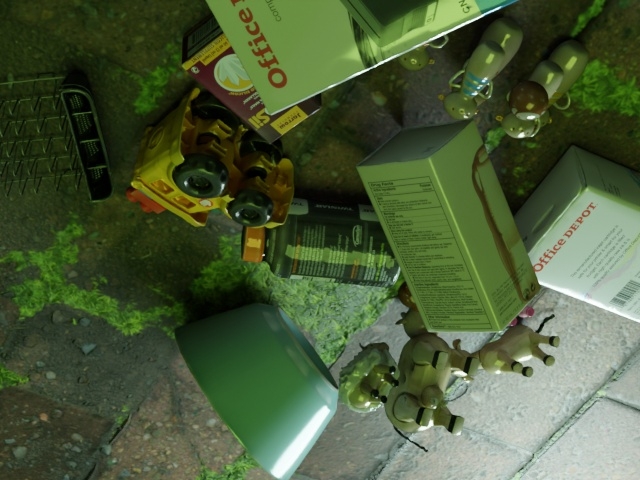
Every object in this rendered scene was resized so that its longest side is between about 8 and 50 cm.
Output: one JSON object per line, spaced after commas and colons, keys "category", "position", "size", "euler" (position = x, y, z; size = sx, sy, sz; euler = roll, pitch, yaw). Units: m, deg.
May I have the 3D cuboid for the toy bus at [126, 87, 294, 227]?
{"category": "toy bus", "position": [-0.179, -0.090, 1.963], "size": [0.211, 0.149, 0.220], "euler": [-28, 130, 37]}

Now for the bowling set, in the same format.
{"category": "bowling set", "position": [0.241, -0.209, 1.842], "size": [0.287, 0.200, 0.154], "euler": [18, 129, -13]}

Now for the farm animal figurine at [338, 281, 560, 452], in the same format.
{"category": "farm animal figurine", "position": [0.204, 0.187, 2.189], "size": [0.330, 0.172, 0.326], "euler": [35, 80, -29]}

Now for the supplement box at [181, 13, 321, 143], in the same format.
{"category": "supplement box", "position": [-0.097, -0.240, 1.865], "size": [0.104, 0.081, 0.188], "euler": [-34, 125, 24]}

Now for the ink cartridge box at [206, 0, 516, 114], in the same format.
{"category": "ink cartridge box", "position": [0.052, -0.368, 1.594], "size": [0.395, 0.166, 0.285], "euler": [-23, 106, 22]}

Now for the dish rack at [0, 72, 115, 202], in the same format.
{"category": "dish rack", "position": [-0.450, -0.146, 1.934], "size": [0.272, 0.074, 0.208], "euler": [-6, 130, 2]}

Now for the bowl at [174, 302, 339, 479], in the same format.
{"category": "bowl", "position": [-0.084, 0.225, 2.162], "size": [0.163, 0.311, 0.311], "euler": [-36, 126, 1]}

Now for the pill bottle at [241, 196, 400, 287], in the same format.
{"category": "pill bottle", "position": [0.000, 0.000, 2.048], "size": [0.246, 0.130, 0.130], "euler": [6, 131, -8]}

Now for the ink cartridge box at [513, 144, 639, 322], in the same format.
{"category": "ink cartridge box", "position": [0.462, -0.005, 2.077], "size": [0.278, 0.117, 0.201], "euler": [21, 127, -20]}

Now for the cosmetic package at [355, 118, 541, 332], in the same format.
{"category": "cosmetic package", "position": [0.194, -0.018, 1.955], "size": [0.153, 0.129, 0.296], "euler": [-1, 120, 45]}
